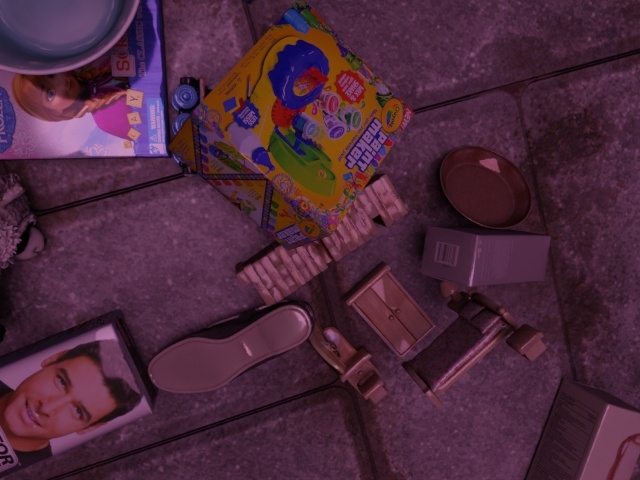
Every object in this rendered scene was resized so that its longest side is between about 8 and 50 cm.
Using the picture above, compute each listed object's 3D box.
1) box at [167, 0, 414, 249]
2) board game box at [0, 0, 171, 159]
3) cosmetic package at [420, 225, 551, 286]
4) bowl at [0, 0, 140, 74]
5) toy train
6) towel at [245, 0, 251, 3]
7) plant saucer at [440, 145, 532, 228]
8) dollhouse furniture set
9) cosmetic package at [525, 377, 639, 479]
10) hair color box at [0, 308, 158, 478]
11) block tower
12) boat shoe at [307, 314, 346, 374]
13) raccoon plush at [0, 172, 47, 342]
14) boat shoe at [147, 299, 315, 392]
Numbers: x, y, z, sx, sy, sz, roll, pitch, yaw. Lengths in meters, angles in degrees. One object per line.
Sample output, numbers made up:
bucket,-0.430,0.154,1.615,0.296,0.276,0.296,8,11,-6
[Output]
box,-0.046,-0.188,0.958,0.279,0.177,0.289,41,65,-15
board game box,-0.433,-0.300,0.977,0.318,0.066,0.318,-3,97,-10
cosmetic package,0.324,0.027,1.089,0.238,0.127,0.107,4,96,-35
bowl,-0.421,-0.394,0.852,0.312,0.163,0.311,-1,95,-10
toy train,-0.217,-0.208,1.027,0.105,0.080,0.184,-1,95,-20
towel,-0.128,-0.505,1.028,0.067,0.029,0.119,25,92,-12
plant saucer,0.325,-0.101,1.122,0.199,0.036,0.198,7,60,-13
dollhouse furniture set,0.157,0.175,1.001,0.303,0.355,0.173,-42,102,-2
cosmetic package,0.575,0.476,1.223,0.129,0.153,0.296,17,95,-14
hair color box,-0.511,0.289,1.013,0.375,0.113,0.185,-22,100,-8
block tower,0.000,0.000,1.084,0.336,0.091,0.097,-33,101,-5
boat shoe,0.006,0.197,1.091,0.048,0.153,0.056,-39,138,-8
raccoon plush,-0.627,0.023,0.830,0.216,0.446,0.298,13,94,21
boat shoe,-0.163,0.202,1.077,0.335,0.095,0.112,-22,93,8
